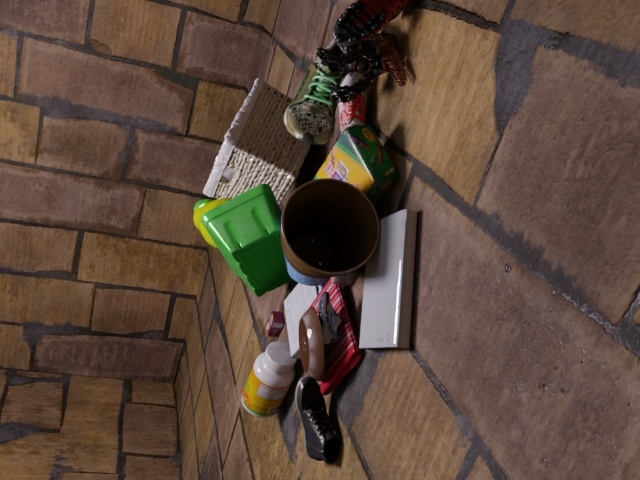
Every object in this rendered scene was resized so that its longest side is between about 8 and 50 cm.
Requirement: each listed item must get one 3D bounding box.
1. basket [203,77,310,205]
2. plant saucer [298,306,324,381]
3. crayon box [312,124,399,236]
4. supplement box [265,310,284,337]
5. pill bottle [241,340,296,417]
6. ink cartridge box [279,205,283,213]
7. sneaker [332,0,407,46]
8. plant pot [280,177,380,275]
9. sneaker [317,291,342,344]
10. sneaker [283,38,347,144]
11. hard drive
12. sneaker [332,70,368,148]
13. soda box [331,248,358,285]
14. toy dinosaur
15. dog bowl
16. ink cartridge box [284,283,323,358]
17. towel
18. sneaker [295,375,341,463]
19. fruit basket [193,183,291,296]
[{"bbox_3d":[-0.200,-0.298,2.248,0.328,0.267,0.331,-52,14,54],"label":"basket"},{"bbox_3d":[-0.029,0.275,1.738,0.198,0.036,0.198,175,90,-78],"label":"plant saucer"},{"bbox_3d":[0.078,-0.150,1.715,0.165,0.081,0.278,64,147,20],"label":"crayon box"},{"bbox_3d":[-0.161,0.297,2.323,0.055,0.043,0.083,-100,28,-47],"label":"supplement box"},{"bbox_3d":[-0.159,0.442,2.109,0.136,0.137,0.245,-105,30,-49],"label":"pill bottle"},{"bbox_3d":[-0.198,-0.074,2.528,0.089,0.092,0.143,-103,31,-49],"label":"ink cartridge box"},{"bbox_3d":[0.138,-0.586,1.685,0.276,0.097,0.135,-44,4,-7],"label":"sneaker"},{"bbox_3d":[0.000,0.000,1.655,0.254,0.237,0.237,125,149,-69],"label":"plant pot"},{"bbox_3d":[0.026,0.199,1.698,0.052,0.058,0.135,151,117,-76],"label":"sneaker"},{"bbox_3d":[0.002,-0.448,1.900,0.182,0.158,0.410,110,175,-52],"label":"sneaker"},{"bbox_3d":[0.156,0.097,1.530,0.203,0.040,0.307,155,123,-67],"label":"hard drive"},{"bbox_3d":[0.101,-0.332,1.814,0.145,0.090,0.269,-145,62,-68],"label":"sneaker"},{"bbox_3d":[0.056,0.036,1.812,0.183,0.058,0.063,-100,27,-42],"label":"soda box"},{"bbox_3d":[0.118,-0.479,1.717,0.164,0.218,0.322,61,171,-22],"label":"toy dinosaur"},{"bbox_3d":[-0.035,0.023,1.935,0.297,0.166,0.074,-107,21,-52],"label":"dog bowl"},{"bbox_3d":[-0.032,0.205,1.984,0.224,0.045,0.223,-54,32,36],"label":"ink cartridge box"},{"bbox_3d":[0.029,0.252,1.769,0.198,0.031,0.274,-56,34,35],"label":"towel"},{"bbox_3d":[0.001,0.467,1.723,0.118,0.083,0.221,-16,84,63],"label":"sneaker"},{"bbox_3d":[-0.257,-0.038,2.192,0.392,0.283,0.392,62,176,8],"label":"fruit basket"}]
